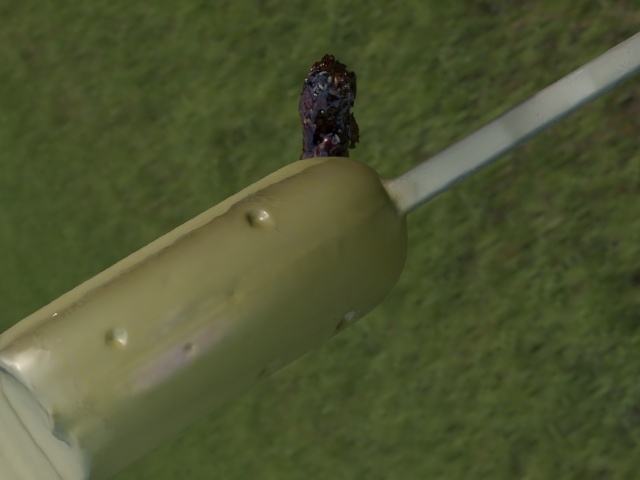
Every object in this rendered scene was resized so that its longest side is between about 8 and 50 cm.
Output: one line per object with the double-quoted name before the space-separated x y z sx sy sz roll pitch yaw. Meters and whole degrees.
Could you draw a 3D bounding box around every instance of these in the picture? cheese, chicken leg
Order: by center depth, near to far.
"cheese" 0.000 0.000 0.485 0.050 0.255 0.127 58 175 2
"chicken leg" 0.003 -0.043 0.594 0.083 0.021 0.036 96 173 -59
